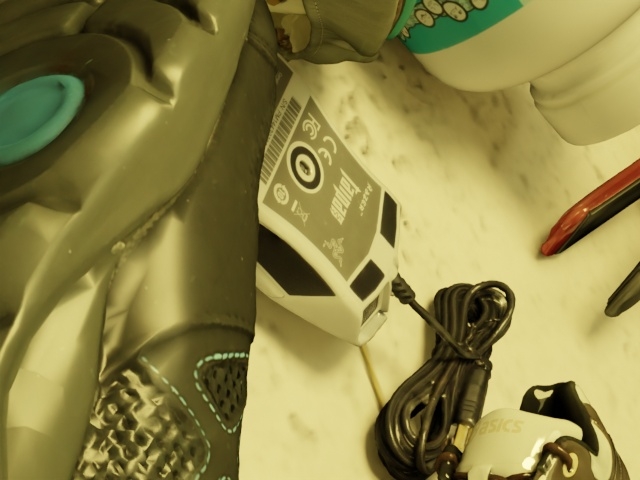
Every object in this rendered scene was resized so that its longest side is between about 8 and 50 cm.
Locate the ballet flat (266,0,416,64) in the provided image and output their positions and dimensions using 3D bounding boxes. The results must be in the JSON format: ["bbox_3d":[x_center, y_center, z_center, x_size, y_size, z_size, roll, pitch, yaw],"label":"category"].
[{"bbox_3d":[-0.004,-0.093,0.508,0.213,0.068,0.072,110,-25,-88],"label":"ballet flat"}]

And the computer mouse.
[{"bbox_3d":[0.000,0.000,0.551,0.193,0.042,0.106,49,43,-25],"label":"computer mouse"}]

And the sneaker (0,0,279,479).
[{"bbox_3d":[-0.076,0.053,0.388,0.140,0.125,0.341,58,35,-39],"label":"sneaker"}]

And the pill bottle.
[{"bbox_3d":[0.061,-0.165,0.638,0.264,0.146,0.146,47,39,-17],"label":"pill bottle"}]

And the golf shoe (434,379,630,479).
[{"bbox_3d":[0.054,0.108,0.501,0.198,0.077,0.094,-28,108,-63],"label":"golf shoe"}]

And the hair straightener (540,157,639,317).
[{"bbox_3d":[0.207,-0.022,0.740,0.230,0.047,0.089,-31,73,-39],"label":"hair straightener"}]
